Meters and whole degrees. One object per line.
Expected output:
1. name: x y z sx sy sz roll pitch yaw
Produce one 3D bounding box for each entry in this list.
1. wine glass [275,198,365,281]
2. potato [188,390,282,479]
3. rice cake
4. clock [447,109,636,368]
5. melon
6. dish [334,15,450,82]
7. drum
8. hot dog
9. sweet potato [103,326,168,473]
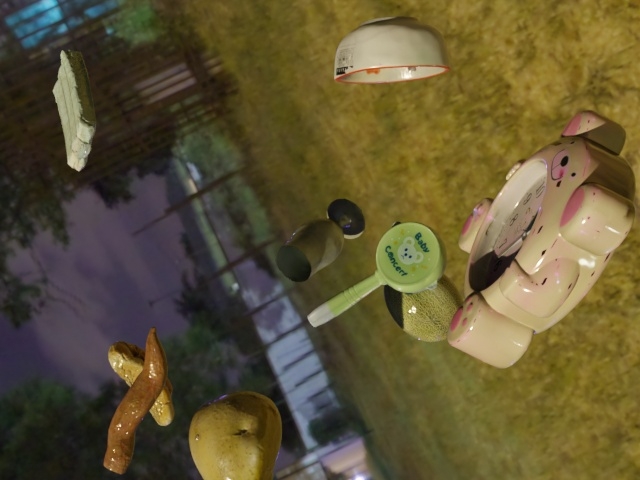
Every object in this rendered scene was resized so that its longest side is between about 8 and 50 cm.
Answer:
1. wine glass: 0.000 0.000 1.663 0.202 0.093 0.093 -41 -69 -49
2. potato: -0.135 0.342 1.431 0.157 0.157 0.194 66 -170 -64
3. rice cake: -0.427 -0.227 1.525 0.124 0.038 0.211 -58 41 45
4. clock: 0.293 -0.007 1.179 0.114 0.309 0.284 27 -139 -7
5. melon: 0.208 0.125 1.730 0.192 0.139 0.139 45 -178 -7
6. dish: 0.151 -0.413 1.894 0.256 0.256 0.117 -125 32 -87
7. drum: 0.103 0.078 1.429 0.130 0.253 0.049 45 -175 27
8. hot dog: -0.400 0.326 2.028 0.242 0.073 0.084 59 -174 -27
9. sweet potato: -0.347 0.304 1.681 0.067 0.281 0.059 23 177 -5
